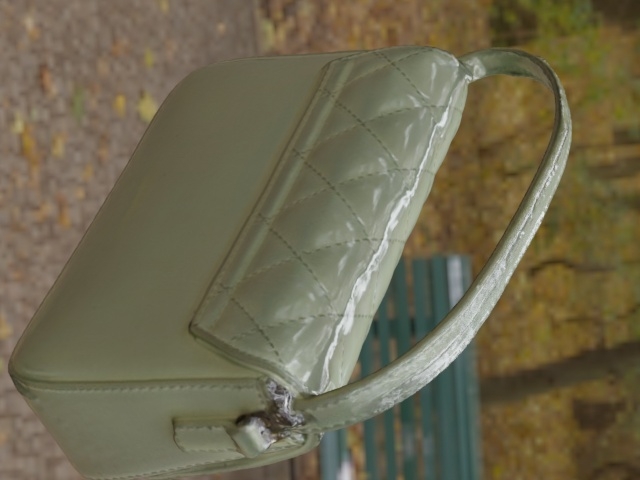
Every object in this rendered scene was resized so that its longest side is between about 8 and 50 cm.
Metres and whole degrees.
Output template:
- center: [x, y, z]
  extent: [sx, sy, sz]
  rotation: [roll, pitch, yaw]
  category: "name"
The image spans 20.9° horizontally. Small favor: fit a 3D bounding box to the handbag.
- center: [0.000, 0.000, 0.766]
  extent: [0.079, 0.219, 0.256]
  rotation: [63, 36, -33]
  category: "handbag"
